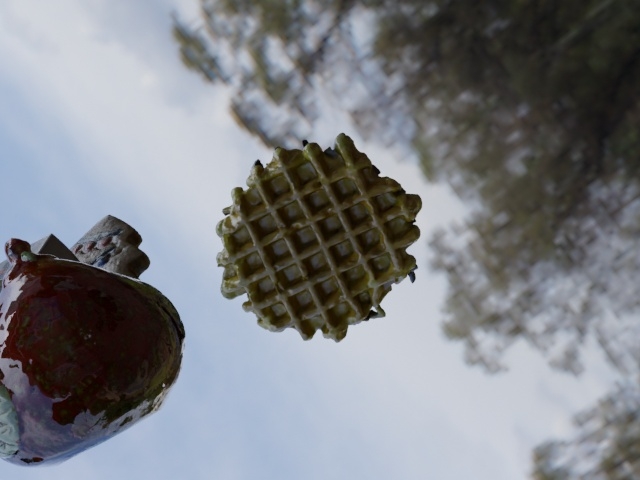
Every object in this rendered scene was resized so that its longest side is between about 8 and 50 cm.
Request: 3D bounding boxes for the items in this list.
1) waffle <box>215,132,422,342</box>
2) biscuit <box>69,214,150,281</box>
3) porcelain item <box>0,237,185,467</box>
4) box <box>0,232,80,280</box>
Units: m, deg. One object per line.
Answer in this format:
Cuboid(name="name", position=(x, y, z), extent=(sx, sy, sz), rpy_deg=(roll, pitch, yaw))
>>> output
Cuboid(name="waffle", position=(-0.005, 0.010, 2.254), extent=(0.329, 0.329, 0.062), rpy_deg=(51, -169, -12))
Cuboid(name="biscuit", position=(-0.366, 0.068, 2.415), extent=(0.043, 0.278, 0.301), rpy_deg=(47, -150, -33))
Cuboid(name="porcelain item", position=(-0.267, 0.102, 1.585), extent=(0.253, 0.253, 0.253), rpy_deg=(50, -167, -16))
Cuboid(name="box", position=(-0.450, 0.095, 2.153), extent=(0.067, 0.233, 0.149), rpy_deg=(45, -137, -22))
